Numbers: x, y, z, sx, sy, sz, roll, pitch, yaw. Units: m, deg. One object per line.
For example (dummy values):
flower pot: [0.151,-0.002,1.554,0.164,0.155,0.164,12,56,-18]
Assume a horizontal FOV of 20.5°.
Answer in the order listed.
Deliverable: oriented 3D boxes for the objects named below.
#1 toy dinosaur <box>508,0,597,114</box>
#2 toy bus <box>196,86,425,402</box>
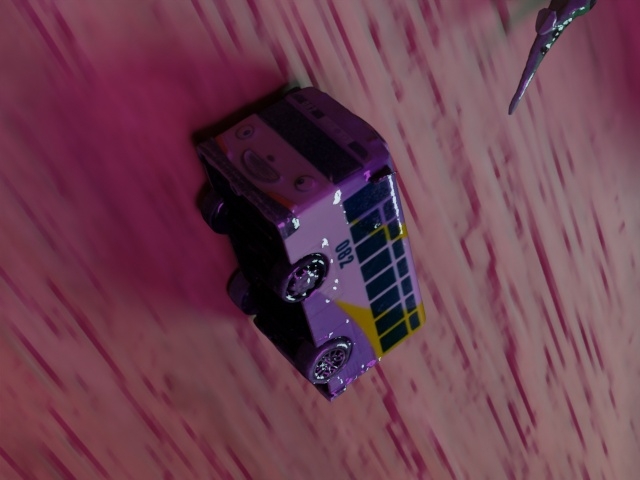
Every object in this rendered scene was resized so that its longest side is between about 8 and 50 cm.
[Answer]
toy dinosaur: [0.090,-0.087,0.615,0.062,0.021,0.083,-20,137,-49]
toy bus: [0.000,0.000,0.584,0.058,0.052,0.102,-36,144,-16]
